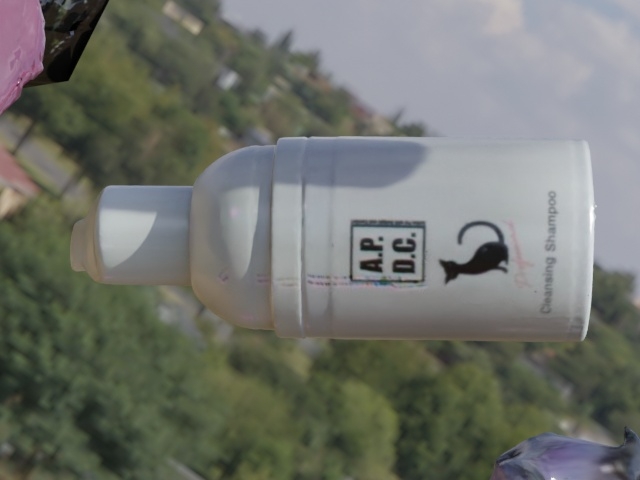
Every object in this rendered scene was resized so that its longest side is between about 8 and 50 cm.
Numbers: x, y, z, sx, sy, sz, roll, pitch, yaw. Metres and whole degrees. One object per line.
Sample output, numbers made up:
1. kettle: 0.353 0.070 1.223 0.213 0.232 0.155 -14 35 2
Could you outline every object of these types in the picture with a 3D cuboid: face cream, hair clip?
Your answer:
1. face cream: 0.000 0.000 1.284 0.370 0.145 0.145 -1 3 3
2. hair clip: 0.136 0.123 0.582 0.195 0.052 0.124 39 7 34

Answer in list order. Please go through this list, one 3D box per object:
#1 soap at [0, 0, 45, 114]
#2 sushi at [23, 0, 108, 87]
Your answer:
1. soap: -0.246 -0.066 0.565 0.128 0.359 0.233 4 -53 26
2. sushi: -0.235 -0.235 1.086 0.212 0.227 0.215 -16 61 -43
